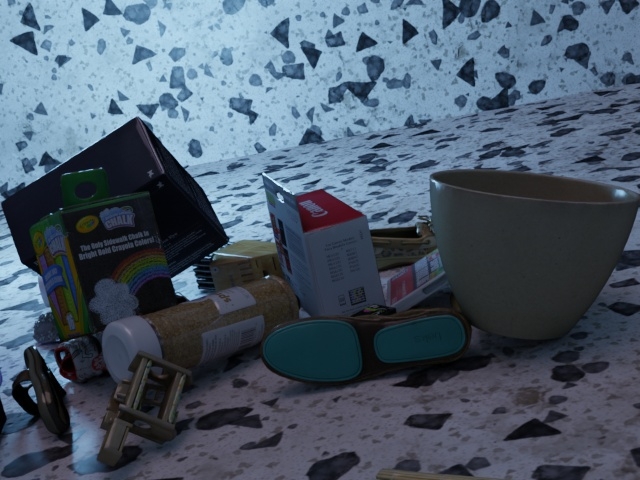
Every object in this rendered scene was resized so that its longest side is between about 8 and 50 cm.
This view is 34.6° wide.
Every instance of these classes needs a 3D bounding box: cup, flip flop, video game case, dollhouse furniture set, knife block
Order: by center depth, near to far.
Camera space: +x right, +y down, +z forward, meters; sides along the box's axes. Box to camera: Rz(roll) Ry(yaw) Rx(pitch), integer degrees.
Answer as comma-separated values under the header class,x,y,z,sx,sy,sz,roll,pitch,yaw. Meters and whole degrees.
class,x,y,z,sx,sy,sz,roll,pitch,yaw
dollhouse furniture set,-0.287,0.299,1.610,0.161,0.101,0.182,-52,18,46
cup,0.330,0.024,1.659,0.331,0.236,0.331,4,12,-1
flip flop,-0.497,0.269,1.796,0.080,0.112,0.277,-31,24,-10
video game case,0.247,0.034,1.926,0.285,0.025,0.204,-33,8,11
knife block,-0.159,0.048,2.294,0.276,0.088,0.242,-12,16,6

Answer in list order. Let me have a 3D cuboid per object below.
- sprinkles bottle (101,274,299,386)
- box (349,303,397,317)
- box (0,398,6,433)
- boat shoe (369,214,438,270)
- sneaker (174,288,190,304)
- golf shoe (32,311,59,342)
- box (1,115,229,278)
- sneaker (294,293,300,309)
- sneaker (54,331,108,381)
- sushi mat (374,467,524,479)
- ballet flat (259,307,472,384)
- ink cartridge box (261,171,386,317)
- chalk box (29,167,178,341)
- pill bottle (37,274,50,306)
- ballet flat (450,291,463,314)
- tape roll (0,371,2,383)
class,x,y,z,sx,sy,sz,roll,pitch,yaw
sprinkles bottle,-0.205,0.158,1.817,0.355,0.121,0.121,-16,14,-40
box,0.089,0.152,1.805,0.083,0.052,0.062,-24,18,-34
box,-0.684,0.306,1.629,0.296,0.182,0.294,-12,17,-4
boat shoe,0.187,-0.001,2.195,0.285,0.089,0.104,-13,15,-3
sneaker,-0.278,0.140,2.017,0.105,0.115,0.281,-17,16,-15
golf shoe,-0.539,0.187,2.196,0.176,0.069,0.086,-14,-23,34
box,-0.424,-0.038,2.160,0.343,0.312,0.179,-32,57,3
sneaker,-0.138,0.145,2.007,0.191,0.071,0.083,-12,5,-19
sneaker,-0.455,0.197,2.006,0.145,0.090,0.270,-17,19,-23
sushi mat,0.180,0.319,1.215,0.317,0.019,0.151,-3,19,30
ballet flat,0.077,0.168,1.687,0.343,0.116,0.124,-10,-4,7
ink cartridge box,0.000,0.000,2.002,0.130,0.271,0.309,-16,17,-12
chalk box,-0.403,0.017,1.866,0.180,0.288,0.179,-14,-2,-35
pill bottle,-0.564,0.095,2.414,0.180,0.108,0.108,-14,16,-6
ballet flat,0.285,0.066,1.916,0.080,0.073,0.232,-7,17,20
tape roll,-0.766,0.272,1.991,0.275,0.090,0.275,-12,15,3
